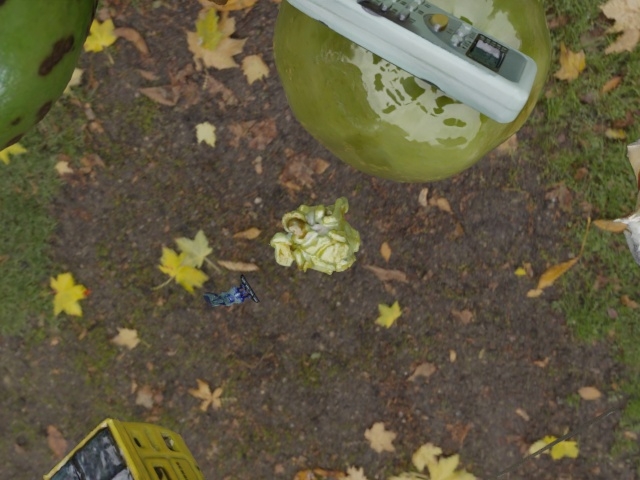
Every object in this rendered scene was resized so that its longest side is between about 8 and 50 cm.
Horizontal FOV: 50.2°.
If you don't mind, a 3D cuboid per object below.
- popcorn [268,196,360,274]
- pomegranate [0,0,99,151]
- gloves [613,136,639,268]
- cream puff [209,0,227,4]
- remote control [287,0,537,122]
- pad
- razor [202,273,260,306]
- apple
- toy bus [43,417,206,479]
[{"bbox_3d":[0.000,0.000,1.201,0.141,0.162,0.135,40,165,10],"label":"popcorn"},{"bbox_3d":[-0.215,-0.159,0.322,0.270,0.254,0.254,-28,105,10],"label":"pomegranate"},{"bbox_3d":[0.249,0.005,0.435,0.070,0.114,0.153,-12,133,40],"label":"gloves"},{"bbox_3d":[-0.175,-0.453,0.908,0.268,0.155,0.241,13,124,-19],"label":"cream puff"},{"bbox_3d":[0.102,-0.237,0.767,0.296,0.140,0.056,31,125,4],"label":"remote control"},{"bbox_3d":[0.300,0.265,0.886,0.193,0.116,0.004,-34,65,13],"label":"pad"},{"bbox_3d":[-0.138,0.079,0.963,0.154,0.028,0.044,-15,108,57],"label":"razor"},{"bbox_3d":[0.149,-0.318,1.124,0.473,0.474,0.474,7,118,14],"label":"apple"},{"bbox_3d":[-0.221,0.278,0.494,0.335,0.123,0.121,-44,64,8],"label":"toy bus"}]
